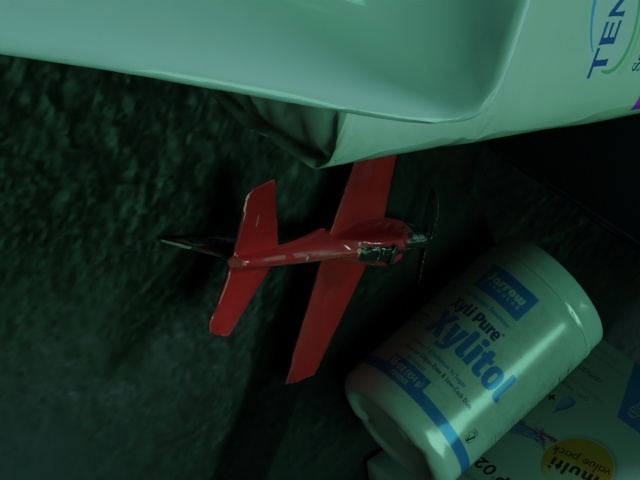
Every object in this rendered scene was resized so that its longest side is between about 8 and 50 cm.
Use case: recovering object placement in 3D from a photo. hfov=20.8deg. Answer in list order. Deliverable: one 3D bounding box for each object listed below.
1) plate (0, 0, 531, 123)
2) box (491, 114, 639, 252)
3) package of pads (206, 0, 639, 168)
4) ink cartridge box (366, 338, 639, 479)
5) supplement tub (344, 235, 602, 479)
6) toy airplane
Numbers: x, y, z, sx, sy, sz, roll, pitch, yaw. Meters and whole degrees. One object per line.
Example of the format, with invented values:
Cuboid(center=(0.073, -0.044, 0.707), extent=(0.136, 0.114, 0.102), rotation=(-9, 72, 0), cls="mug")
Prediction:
Cuboid(center=(-0.048, -0.178, 0.458), extent=(0.277, 0.045, 0.278), rotation=(7, 116, -18), cls="plate")
Cuboid(center=(0.206, -0.021, 0.813), extent=(0.207, 0.153, 0.108), rotation=(28, 97, -46), cls="box")
Cuboid(center=(0.081, -0.177, 0.616), extent=(0.229, 0.101, 0.296), rotation=(-11, 125, -41), cls="package of pads")
Cuboid(center=(0.097, 0.128, 0.862), extent=(0.181, 0.104, 0.061), rotation=(-32, 137, -25), cls="ink cartridge box")
Cuboid(center=(0.071, 0.056, 0.809), extent=(0.107, 0.071, 0.071), rotation=(-42, 140, -15), cls="supplement tub")
Cuboid(center=(0.000, 0.000, 0.728), extent=(0.151, 0.028, 0.151), rotation=(-26, 133, -31), cls="toy airplane")
